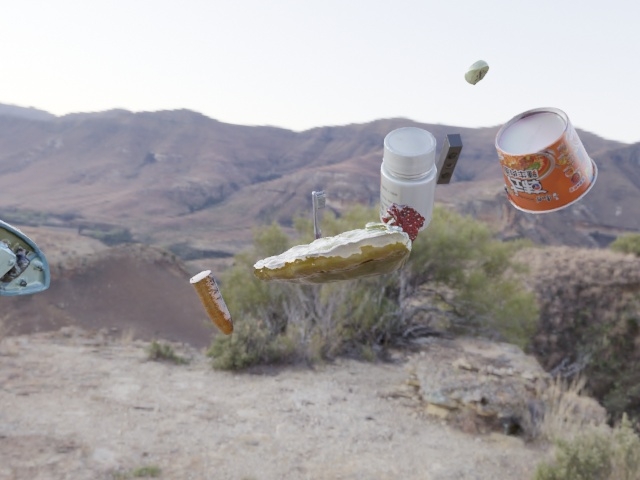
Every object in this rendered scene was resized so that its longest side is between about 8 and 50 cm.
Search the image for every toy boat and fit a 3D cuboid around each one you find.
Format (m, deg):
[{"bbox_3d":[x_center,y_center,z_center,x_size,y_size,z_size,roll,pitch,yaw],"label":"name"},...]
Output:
[{"bbox_3d":[-0.698,0.043,1.420,0.133,0.145,0.332,40,-11,20],"label":"toy boat"}]

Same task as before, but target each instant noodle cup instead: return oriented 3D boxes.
[{"bbox_3d":[0.595,-0.227,1.761,0.250,0.250,0.192,11,-34,47],"label":"instant noodle cup"}]

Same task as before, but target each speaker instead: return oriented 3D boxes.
[{"bbox_3d":[0.368,-0.233,1.881,0.040,0.046,0.191,-6,-28,-5],"label":"speaker"}]

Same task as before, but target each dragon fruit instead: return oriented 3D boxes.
[{"bbox_3d":[0.169,-0.040,1.478,0.063,0.097,0.131,31,-1,43],"label":"dragon fruit"}]

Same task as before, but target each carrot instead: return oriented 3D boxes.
[{"bbox_3d":[-0.211,0.130,1.298,0.048,0.139,0.048,-23,11,5],"label":"carrot"}]

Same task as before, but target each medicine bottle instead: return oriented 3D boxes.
[{"bbox_3d":[0.221,-0.148,1.640,0.145,0.252,0.144,-1,46,1],"label":"medicine bottle"}]

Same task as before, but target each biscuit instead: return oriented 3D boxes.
[{"bbox_3d":[0.051,0.021,1.209,0.330,0.078,0.335,-10,6,31],"label":"biscuit"}]

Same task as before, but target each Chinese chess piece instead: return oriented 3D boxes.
[{"bbox_3d":[0.491,-0.528,2.043,0.034,0.084,0.084,53,23,19],"label":"Chinese chess piece"}]

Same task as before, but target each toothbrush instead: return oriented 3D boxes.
[{"bbox_3d":[0.000,0.000,1.591,0.029,0.024,0.353,-10,-38,-6],"label":"toothbrush"}]
